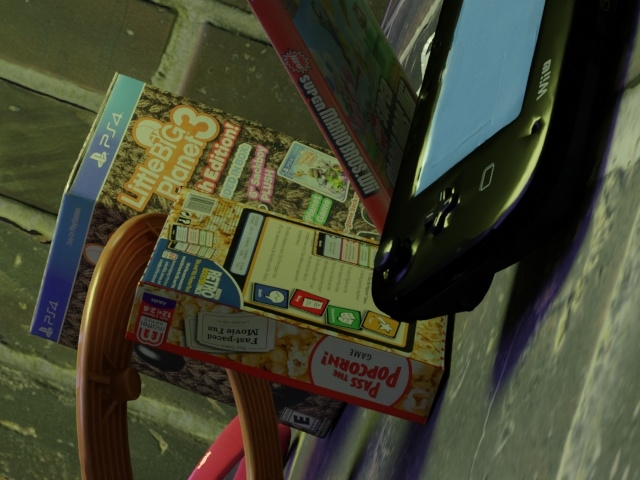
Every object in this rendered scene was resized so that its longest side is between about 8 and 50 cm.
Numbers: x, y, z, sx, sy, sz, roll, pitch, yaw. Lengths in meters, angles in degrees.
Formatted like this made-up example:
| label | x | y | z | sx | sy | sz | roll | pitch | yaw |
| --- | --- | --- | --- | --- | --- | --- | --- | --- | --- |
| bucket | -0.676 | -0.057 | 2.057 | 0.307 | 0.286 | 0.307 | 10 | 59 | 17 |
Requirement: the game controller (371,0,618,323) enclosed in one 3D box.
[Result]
| label | x | y | z | sx | sy | sz | roll | pitch | yaw |
| --- | --- | --- | --- | --- | --- | --- | --- | --- | --- |
| game controller | 0.105 | -0.105 | 1.019 | 0.166 | 0.067 | 0.319 | 128 | 161 | -53 |

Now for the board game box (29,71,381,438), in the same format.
| label | x | y | z | sx | sy | sz | roll | pitch | yaw |
| --- | --- | --- | --- | --- | --- | --- | --- | --- | --- |
| board game box | -0.085 | 0.019 | 1.651 | 0.232 | 0.291 | 0.141 | 113 | 176 | -53 |

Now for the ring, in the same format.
| label | x | y | z | sx | sy | sz | roll | pitch | yaw |
| --- | --- | --- | --- | --- | --- | --- | --- | --- | --- |
| ring | -0.081 | 0.144 | 1.296 | 0.336 | 0.032 | 0.337 | -9 | -90 | -71 |

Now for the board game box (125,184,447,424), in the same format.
| label | x | y | z | sx | sy | sz | roll | pitch | yaw |
| --- | --- | --- | --- | --- | --- | --- | --- | --- | --- |
| board game box | -0.014 | 0.037 | 1.195 | 0.147 | 0.193 | 0.045 | -75 | 1 | -63 |

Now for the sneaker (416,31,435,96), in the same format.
| label | x | y | z | sx | sy | sz | roll | pitch | yaw |
| --- | --- | --- | --- | --- | --- | --- | --- | --- | --- |
| sneaker | 0.110 | -0.144 | 1.707 | 0.044 | 0.040 | 0.109 | -158 | 85 | -71 |

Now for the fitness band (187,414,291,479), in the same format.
| label | x | y | z | sx | sy | sz | roll | pitch | yaw |
| --- | --- | --- | --- | --- | --- | --- | --- | --- | --- |
| fitness band | -0.124 | 0.302 | 2.047 | 0.209 | 0.054 | 0.291 | -28 | -31 | -49 |

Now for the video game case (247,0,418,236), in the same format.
| label | x | y | z | sx | sy | sz | roll | pitch | yaw |
| --- | --- | --- | --- | --- | --- | --- | --- | --- | --- |
| video game case | 0.020 | -0.120 | 1.315 | 0.025 | 0.285 | 0.204 | -24 | 22 | 18 |
